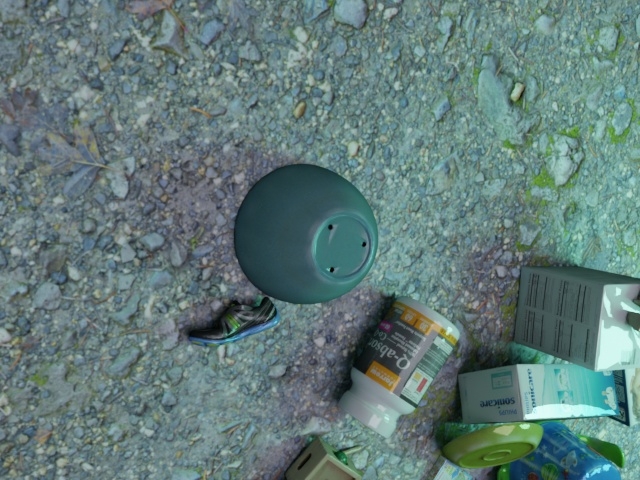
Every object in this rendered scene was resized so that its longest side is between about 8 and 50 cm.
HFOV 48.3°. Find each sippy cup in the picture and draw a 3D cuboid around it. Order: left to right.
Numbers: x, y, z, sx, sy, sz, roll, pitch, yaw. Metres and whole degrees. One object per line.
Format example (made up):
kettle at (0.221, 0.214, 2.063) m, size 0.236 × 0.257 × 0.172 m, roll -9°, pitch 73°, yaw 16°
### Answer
sippy cup at (0.608, 0.585, 1.769) m, size 0.305 × 0.224 × 0.240 m, roll -49°, pitch 114°, yaw -11°

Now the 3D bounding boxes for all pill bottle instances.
pill bottle at (0.166, 0.272, 1.541) m, size 0.162 × 0.162 × 0.278 m, roll 38°, pitch 81°, yaw -26°

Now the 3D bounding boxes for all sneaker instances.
sneaker at (-0.175, 0.162, 1.421) m, size 0.188 × 0.067 × 0.078 m, roll -18°, pitch 84°, yaw -21°

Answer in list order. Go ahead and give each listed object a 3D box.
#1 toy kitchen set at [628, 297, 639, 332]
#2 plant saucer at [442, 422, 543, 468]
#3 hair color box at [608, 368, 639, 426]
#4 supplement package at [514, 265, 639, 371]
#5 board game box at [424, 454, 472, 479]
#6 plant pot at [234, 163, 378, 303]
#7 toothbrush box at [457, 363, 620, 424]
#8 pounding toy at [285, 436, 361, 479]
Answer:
toy kitchen set at (0.784, 0.125, 1.518) m, size 0.122 × 0.166 × 0.207 m, roll 22°, pitch 87°, yaw -27°
plant saucer at (0.407, 0.486, 1.667) m, size 0.241 × 0.241 × 0.037 m, roll 10°, pitch 52°, yaw -27°
hair color box at (0.830, 0.296, 1.898) m, size 0.174 × 0.105 × 0.347 m, roll -18°, pitch 106°, yaw -22°
supplement package at (0.630, 0.175, 1.691) m, size 0.199 × 0.263 × 0.198 m, roll 1°, pitch 97°, yaw -26°
board game box at (0.290, 0.612, 1.729) m, size 0.103 × 0.026 × 0.154 m, roll 39°, pitch 81°, yaw -26°
plant pot at (0.000, 0.000, 1.398) m, size 0.290 × 0.195 × 0.290 m, roll -5°, pitch 101°, yaw -25°
toothbrush box at (0.507, 0.361, 1.676) m, size 0.296 × 0.216 × 0.126 m, roll 3°, pitch 73°, yaw -26°
pounding toy at (0.018, 0.496, 1.552) m, size 0.130 × 0.100 × 0.141 m, roll 41°, pitch 91°, yaw -25°
